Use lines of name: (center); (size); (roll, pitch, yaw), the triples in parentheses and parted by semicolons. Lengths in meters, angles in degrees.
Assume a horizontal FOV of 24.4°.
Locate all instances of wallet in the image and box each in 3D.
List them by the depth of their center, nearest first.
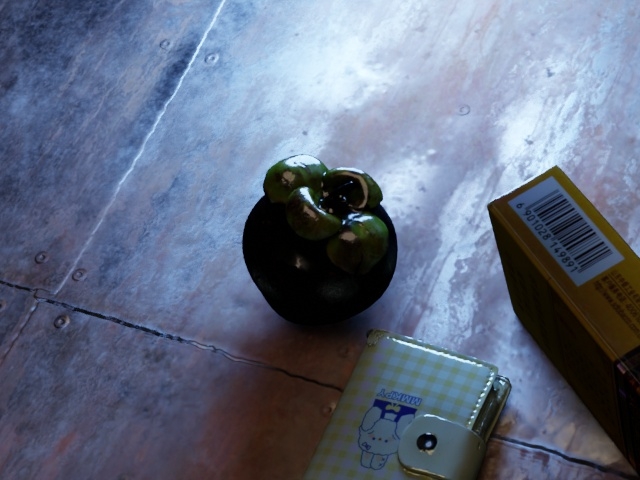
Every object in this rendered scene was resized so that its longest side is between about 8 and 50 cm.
wallet: (0.100, 0.272, 1.934); (0.223, 0.077, 0.309); (12, 58, 27)

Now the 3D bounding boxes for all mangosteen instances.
mangosteen: (0.000, 0.000, 2.052); (0.243, 0.243, 0.243); (-7, 54, 10)

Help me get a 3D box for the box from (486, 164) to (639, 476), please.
box: (0.375, 0.134, 1.837); (0.116, 0.264, 0.415); (-30, 51, -7)
